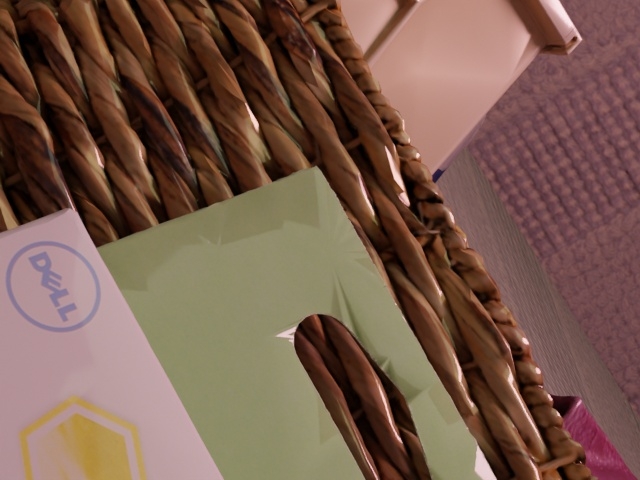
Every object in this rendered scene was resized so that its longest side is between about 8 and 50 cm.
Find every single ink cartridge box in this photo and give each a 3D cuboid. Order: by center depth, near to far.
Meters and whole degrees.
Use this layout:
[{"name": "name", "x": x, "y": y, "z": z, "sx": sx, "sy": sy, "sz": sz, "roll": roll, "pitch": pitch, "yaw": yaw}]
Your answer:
[{"name": "ink cartridge box", "x": -0.039, "y": 0.072, "z": 0.529, "sx": 0.171, "sy": 0.235, "sz": 0.056, "roll": 61, "pitch": -34, "yaw": 9}]

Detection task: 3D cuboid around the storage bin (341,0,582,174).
[{"name": "storage bin", "x": -0.066, "y": -0.152, "z": 0.867, "sx": 0.262, "sy": 0.123, "sz": 0.260, "roll": 10, "pitch": -37, "yaw": 52}]

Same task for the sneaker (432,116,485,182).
[{"name": "sneaker", "x": 0.023, "y": -0.120, "z": 1.491, "sx": 0.182, "sy": 0.127, "sz": 0.315, "roll": 38, "pitch": -10, "yaw": 11}]

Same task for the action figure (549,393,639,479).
[{"name": "action figure", "x": 0.191, "y": 0.221, "z": 0.902, "sx": 0.370, "sy": 0.248, "sz": 0.276, "roll": 31, "pitch": 5, "yaw": -27}]

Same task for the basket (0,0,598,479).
[{"name": "basket", "x": -0.067, "y": 0.066, "z": 0.697, "sx": 0.299, "sy": 0.223, "sz": 0.213, "roll": 61, "pitch": -23, "yaw": 10}]
